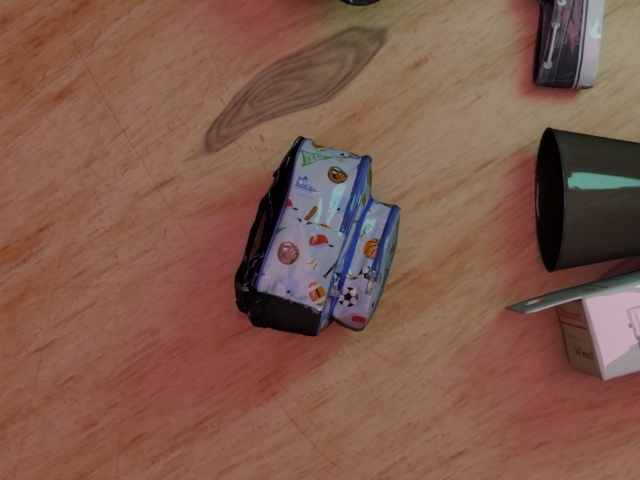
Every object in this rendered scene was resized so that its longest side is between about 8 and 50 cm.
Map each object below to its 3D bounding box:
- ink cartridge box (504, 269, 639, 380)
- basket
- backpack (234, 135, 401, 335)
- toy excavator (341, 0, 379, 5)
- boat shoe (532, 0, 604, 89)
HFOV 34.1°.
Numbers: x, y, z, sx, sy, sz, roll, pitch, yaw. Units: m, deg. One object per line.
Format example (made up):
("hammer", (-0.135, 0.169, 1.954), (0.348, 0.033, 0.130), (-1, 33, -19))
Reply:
("ink cartridge box", (0.449, 0.103, 1.431), (0.354, 0.207, 0.119), (-15, 88, 2))
("basket", (0.432, -0.060, 1.465), (0.227, 0.154, 0.204), (-2, 88, -3))
("backpack", (0.000, 0.000, 1.421), (0.213, 0.276, 0.263), (10, 83, -4))
("toy excavator", (-0.063, -0.496, 1.414), (0.445, 0.222, 0.433), (36, 124, -4))
("boat shoe", (0.345, -0.368, 1.490), (0.102, 0.108, 0.301), (2, 97, -1))
